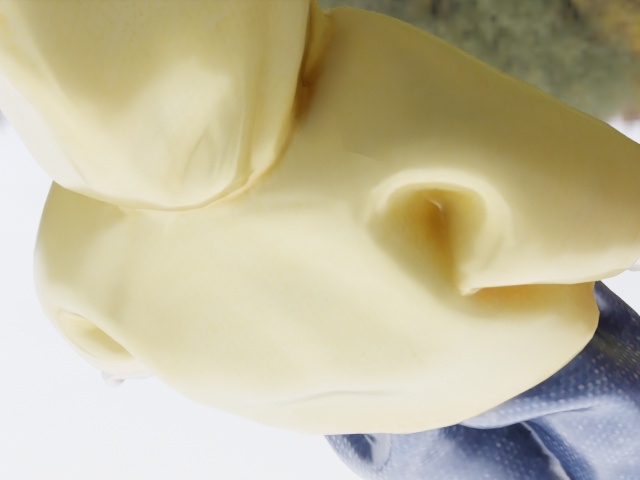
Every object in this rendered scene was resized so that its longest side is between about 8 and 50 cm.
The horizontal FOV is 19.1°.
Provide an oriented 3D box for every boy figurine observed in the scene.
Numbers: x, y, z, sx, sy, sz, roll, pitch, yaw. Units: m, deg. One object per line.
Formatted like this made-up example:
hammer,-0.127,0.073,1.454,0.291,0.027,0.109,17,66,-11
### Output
boy figurine,0.000,0.000,0.482,0.177,0.285,0.092,-18,-135,33
